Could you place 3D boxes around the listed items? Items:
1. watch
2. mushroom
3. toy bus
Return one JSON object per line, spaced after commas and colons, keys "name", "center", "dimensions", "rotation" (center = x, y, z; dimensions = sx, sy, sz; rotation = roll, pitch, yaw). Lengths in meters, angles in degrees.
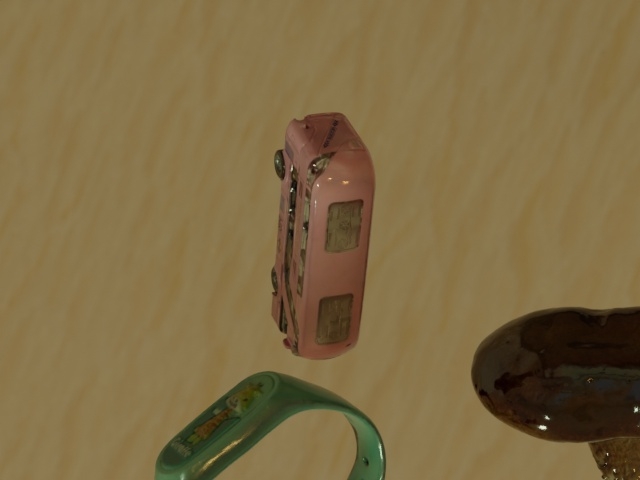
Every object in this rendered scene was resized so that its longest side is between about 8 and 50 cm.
{"name": "watch", "center": [-0.053, 0.229, 1.693], "dimensions": [0.068, 0.237, 0.195], "rotation": [27, 152, 57]}
{"name": "mushroom", "center": [0.249, 0.166, 1.632], "dimensions": [0.227, 0.148, 0.217], "rotation": [3, 130, 17]}
{"name": "toy bus", "center": [0.000, 0.000, 1.500], "dimensions": [0.063, 0.203, 0.090], "rotation": [-8, -142, -18]}
